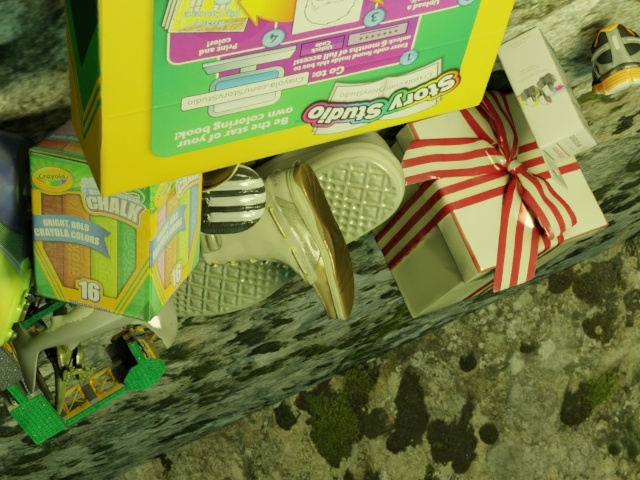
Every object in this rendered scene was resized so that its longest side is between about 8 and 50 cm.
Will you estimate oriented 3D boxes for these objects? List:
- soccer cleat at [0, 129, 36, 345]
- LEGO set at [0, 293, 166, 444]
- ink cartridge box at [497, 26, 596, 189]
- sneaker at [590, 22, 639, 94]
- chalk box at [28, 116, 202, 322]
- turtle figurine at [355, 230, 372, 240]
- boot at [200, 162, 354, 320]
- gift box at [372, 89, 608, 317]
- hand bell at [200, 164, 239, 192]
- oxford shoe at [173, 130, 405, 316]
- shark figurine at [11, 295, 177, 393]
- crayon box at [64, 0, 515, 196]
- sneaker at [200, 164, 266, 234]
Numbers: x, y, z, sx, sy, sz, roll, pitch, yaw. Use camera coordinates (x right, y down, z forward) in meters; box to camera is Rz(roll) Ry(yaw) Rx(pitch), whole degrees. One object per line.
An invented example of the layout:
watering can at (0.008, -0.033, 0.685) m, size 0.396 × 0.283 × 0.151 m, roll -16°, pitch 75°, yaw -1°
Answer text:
soccer cleat at (-0.352, -0.003, 1.275) m, size 0.121 × 0.093 × 0.289 m, roll 12°, pitch 133°, yaw -5°
LEGO set at (-0.368, 0.097, 1.606) m, size 0.255 × 0.192 × 0.331 m, roll -36°, pitch 144°, yaw -2°
ink cartridge box at (0.289, -0.162, 1.510) m, size 0.061 × 0.181 × 0.104 m, roll -25°, pitch 165°, yaw 18°
sneaker at (0.391, -0.239, 1.588) m, size 0.084 × 0.083 × 0.215 m, roll -18°, pitch -176°, yaw 9°
chalk box at (-0.200, -0.051, 1.204) m, size 0.132 × 0.213 × 0.132 m, roll 12°, pitch -149°, yaw 14°
turtle figurine at (0.000, 0.000, 1.887) m, size 0.269 × 0.087 × 0.217 m, roll -20°, pitch 175°, yaw -36°
boot at (-0.057, 0.016, 1.510) m, size 0.165 × 0.213 × 0.077 m, roll -13°, pitch -154°, yaw 18°
gift box at (0.209, -0.041, 1.677) m, size 0.276 × 0.255 × 0.258 m, roll -24°, pitch 169°, yaw -28°
hand bell at (-0.070, -0.131, 1.348) m, size 0.126 × 0.126 × 0.242 m, roll -30°, pitch 174°, yaw 31°
oxford shoe at (-0.081, -0.025, 1.612) m, size 0.449 × 0.130 × 0.169 m, roll -26°, pitch 120°, yaw 25°
shark figurine at (-0.228, 0.089, 1.393) m, size 0.278 × 0.116 × 0.166 m, roll -36°, pitch -161°, yaw -9°
crayon box at (-0.015, -0.206, 0.956) m, size 0.362 × 0.106 × 0.313 m, roll -15°, pitch 148°, yaw -19°
sneaker at (-0.208, -0.056, 1.403) m, size 0.281 × 0.106 × 0.162 m, roll 3°, pitch -167°, yaw -8°
